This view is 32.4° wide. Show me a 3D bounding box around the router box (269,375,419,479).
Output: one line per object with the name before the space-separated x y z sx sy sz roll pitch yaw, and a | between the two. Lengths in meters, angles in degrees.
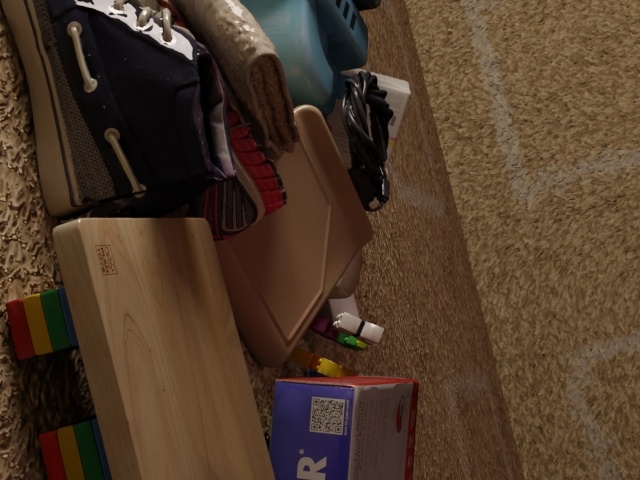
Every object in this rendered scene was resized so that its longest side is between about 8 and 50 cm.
router box | 0.024 0.311 1.140 0.301 0.082 0.336 19 74 -73

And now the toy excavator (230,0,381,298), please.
toy excavator | -0.048 -0.184 1.399 0.433 0.222 0.446 45 47 -62

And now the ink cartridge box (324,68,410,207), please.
ink cartridge box | 0.052 -0.147 1.570 0.062 0.104 0.181 -89 -165 -67

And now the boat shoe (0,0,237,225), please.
boat shoe | -0.173 -0.177 0.952 0.127 0.158 0.341 2 73 -74

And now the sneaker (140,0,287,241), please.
sneaker | -0.150 -0.135 1.102 0.299 0.112 0.121 58 -6 -11

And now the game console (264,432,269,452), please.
game console | -0.039 0.276 1.138 0.107 0.071 0.122 28 45 -39

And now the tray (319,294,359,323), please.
tray | 0.000 0.000 1.630 0.145 0.030 0.271 14 62 -72

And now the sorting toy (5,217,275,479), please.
sorting toy | -0.145 0.117 0.900 0.255 0.089 0.257 -4 79 -75

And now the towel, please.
towel | -0.096 -0.192 1.117 0.187 0.049 0.282 53 -6 15

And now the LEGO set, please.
LEGO set | 0.002 0.136 1.400 0.227 0.093 0.087 138 -24 -78

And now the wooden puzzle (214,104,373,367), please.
wooden puzzle | -0.043 -0.006 1.293 0.239 0.044 0.221 -51 132 -32

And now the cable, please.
cable | 0.065 -0.137 1.381 0.185 0.047 0.151 71 28 -47

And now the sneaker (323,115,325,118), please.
sneaker | -0.011 -0.185 1.663 0.252 0.102 0.111 43 39 -51
